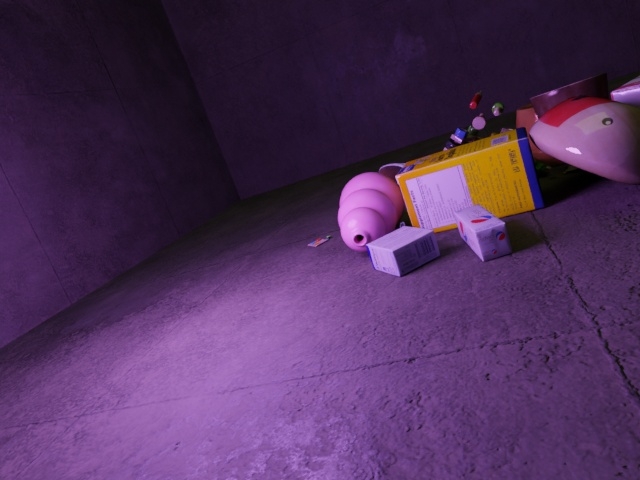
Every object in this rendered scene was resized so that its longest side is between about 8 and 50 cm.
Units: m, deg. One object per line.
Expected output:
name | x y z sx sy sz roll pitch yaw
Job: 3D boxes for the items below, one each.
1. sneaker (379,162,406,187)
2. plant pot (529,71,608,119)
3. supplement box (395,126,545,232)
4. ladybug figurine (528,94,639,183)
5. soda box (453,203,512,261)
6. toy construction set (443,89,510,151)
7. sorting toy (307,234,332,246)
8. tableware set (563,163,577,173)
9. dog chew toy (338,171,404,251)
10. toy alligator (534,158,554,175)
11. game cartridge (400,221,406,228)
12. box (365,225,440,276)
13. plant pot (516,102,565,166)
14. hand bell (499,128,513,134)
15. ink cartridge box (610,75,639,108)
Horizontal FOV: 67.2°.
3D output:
sneaker | 0.367 -0.244 1.840 0.290 0.106 0.123 14 26 37
plant pot | 0.786 -0.364 1.481 0.215 0.230 0.215 -19 8 3
supplement box | 0.426 -0.166 1.377 0.356 0.194 0.195 -14 15 25
ladybug figurine | 0.694 -0.262 1.206 0.305 0.162 0.449 21 20 5
soda box | 0.380 -0.024 1.143 0.069 0.074 0.216 -18 14 8
toy construction set | 0.556 -0.351 1.629 0.257 0.309 0.237 3 33 25
sorting toy | 0.000 0.000 1.732 0.083 0.012 0.062 -28 15 -29
tableware set | 0.830 -0.243 1.470 0.168 0.020 0.141 -11 11 47
dog chew toy | 0.144 -0.076 1.459 0.206 0.207 0.332 -15 23 22
toy alligator | 0.698 -0.229 1.556 0.051 0.056 0.190 -61 6 18
game cartridge | 0.241 -0.017 1.357 0.017 0.056 0.083 -24 11 14
box | 0.205 0.024 1.211 0.126 0.072 0.137 -25 15 -18
plant pot | 0.816 -0.392 1.689 0.290 0.204 0.291 -18 14 5
hand bell | 0.681 -0.318 1.870 0.242 0.126 0.126 -40 21 -24
ink cartridge box | 0.969 -0.376 1.387 0.283 0.207 0.117 -29 17 -32
